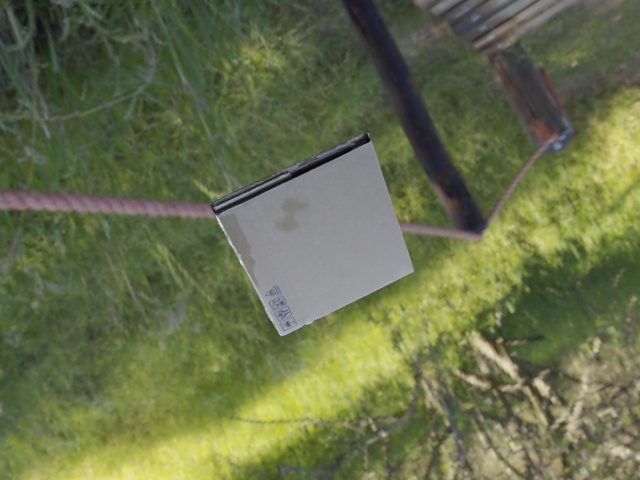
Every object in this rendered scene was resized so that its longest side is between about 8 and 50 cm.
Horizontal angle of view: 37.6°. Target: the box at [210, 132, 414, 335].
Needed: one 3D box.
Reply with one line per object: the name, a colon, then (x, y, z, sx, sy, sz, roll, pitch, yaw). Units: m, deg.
box: (0.000, 0.000, 0.951, 0.164, 0.021, 0.201, -26, 136, -3)
